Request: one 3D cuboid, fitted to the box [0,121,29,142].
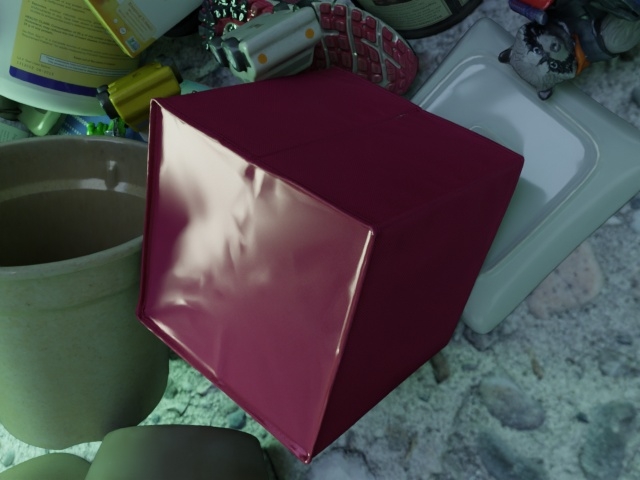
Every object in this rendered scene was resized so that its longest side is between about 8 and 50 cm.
[{"bbox_3d":[-0.610,-0.118,1.080,0.180,0.119,0.182,8,84,37],"label":"box"}]

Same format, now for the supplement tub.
[{"bbox_3d":[-0.352,-0.370,0.894,0.241,0.241,0.332,35,114,27],"label":"supplement tub"}]

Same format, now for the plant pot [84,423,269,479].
[{"bbox_3d":[-0.169,0.367,0.719,0.322,0.323,0.281,-15,60,25],"label":"plant pot"}]

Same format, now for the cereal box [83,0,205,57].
[{"bbox_3d":[-0.200,-0.372,0.793,0.240,0.173,0.047,-42,38,-8],"label":"cereal box"}]

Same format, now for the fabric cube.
[{"bbox_3d":[0.000,0.000,0.641,0.259,0.258,0.254,33,127,27],"label":"fabric cube"}]

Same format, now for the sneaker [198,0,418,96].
[{"bbox_3d":[-0.009,-0.266,0.818,0.299,0.112,0.121,24,128,20],"label":"sneaker"}]

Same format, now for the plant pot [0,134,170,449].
[{"bbox_3d":[-0.314,0.073,0.790,0.333,0.333,0.306,22,125,28],"label":"plant pot"}]

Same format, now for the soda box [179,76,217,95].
[{"bbox_3d":[-0.141,-0.179,0.896,0.183,0.063,0.058,25,94,27],"label":"soda box"}]

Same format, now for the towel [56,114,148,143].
[{"bbox_3d":[-0.383,-0.055,1.024,0.243,0.040,0.336,34,100,25],"label":"towel"}]

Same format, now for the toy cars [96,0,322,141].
[{"bbox_3d":[-0.137,-0.189,0.762,0.393,0.176,0.087,-8,121,36],"label":"toy cars"}]

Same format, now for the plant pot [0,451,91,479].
[{"bbox_3d":[-0.438,0.456,0.885,0.283,0.191,0.285,-5,80,26],"label":"plant pot"}]

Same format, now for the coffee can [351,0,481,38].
[{"bbox_3d":[0.071,-0.373,0.696,0.201,0.275,0.202,-4,80,26],"label":"coffee can"}]

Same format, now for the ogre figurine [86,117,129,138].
[{"bbox_3d":[-0.350,-0.095,0.943,0.196,0.097,0.118,-20,59,8],"label":"ogre figurine"}]

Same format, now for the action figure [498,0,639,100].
[{"bbox_3d":[0.323,-0.254,0.594,0.330,0.178,0.341,-38,28,25],"label":"action figure"}]

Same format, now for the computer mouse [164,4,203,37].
[{"bbox_3d":[-0.129,-0.400,0.930,0.184,0.060,0.262,12,79,29],"label":"computer mouse"}]

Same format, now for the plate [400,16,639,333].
[{"bbox_3d":[0.182,-0.083,0.728,0.278,0.045,0.277,-47,66,13],"label":"plate"}]

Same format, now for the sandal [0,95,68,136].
[{"bbox_3d":[-0.513,-0.257,1.071,0.302,0.086,0.120,24,94,42],"label":"sandal"}]
